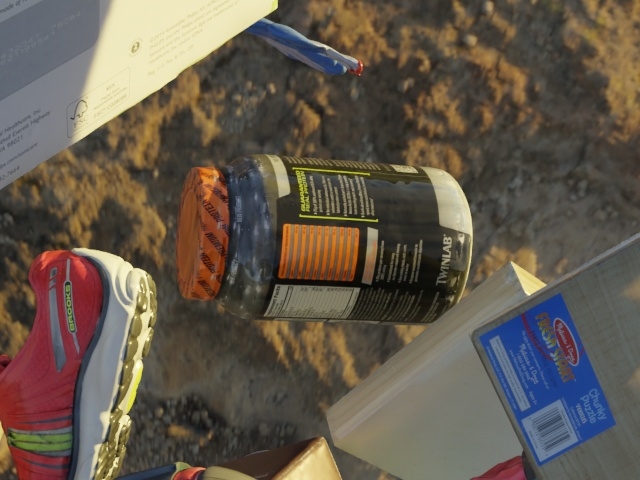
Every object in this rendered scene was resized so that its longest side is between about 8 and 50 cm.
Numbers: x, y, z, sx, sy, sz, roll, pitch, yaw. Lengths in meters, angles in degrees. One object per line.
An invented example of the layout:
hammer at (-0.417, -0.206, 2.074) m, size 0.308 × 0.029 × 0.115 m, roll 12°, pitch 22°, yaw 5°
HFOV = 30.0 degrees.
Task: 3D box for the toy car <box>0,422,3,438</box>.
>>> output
toy car at (-0.445, 0.199, 1.298) m, size 0.189 × 0.155 × 0.148 m, roll 18°, pitch 79°, yaw 0°

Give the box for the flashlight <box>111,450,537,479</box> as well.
flashlight at (0.037, 0.141, 0.617) m, size 0.304 × 0.103 × 0.103 m, roll -16°, pitch 65°, yaw 10°

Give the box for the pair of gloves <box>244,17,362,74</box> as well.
pair of gloves at (-0.034, -0.230, 1.411) m, size 0.159 × 0.198 × 0.023 m, roll 22°, pitch 93°, yaw -11°

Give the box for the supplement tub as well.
supplement tub at (0.000, 0.000, 1.491) m, size 0.338 × 0.207 × 0.207 m, roll 4°, pitch 66°, yaw -17°

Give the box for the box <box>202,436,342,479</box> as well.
box at (-0.074, 0.305, 1.075) m, size 0.169 × 0.203 × 0.167 m, roll -21°, pitch 94°, yaw 29°

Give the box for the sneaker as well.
sneaker at (-0.211, 0.135, 0.926) m, size 0.118 × 0.107 × 0.278 m, roll 18°, pitch 101°, yaw 5°

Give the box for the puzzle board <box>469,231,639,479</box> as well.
puzzle board at (0.113, 0.057, 0.389) m, size 0.096 × 0.011 × 0.128 m, roll -29°, pitch 111°, yaw -3°

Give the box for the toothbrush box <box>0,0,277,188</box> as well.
toothbrush box at (-0.180, -0.156, 0.461) m, size 0.283 × 0.122 × 0.206 m, roll 31°, pitch 48°, yaw 21°

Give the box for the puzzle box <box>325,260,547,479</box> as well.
puzzle box at (0.241, 0.204, 1.328) m, size 0.409 × 0.272 × 0.052 m, roll 33°, pitch 26°, yaw -35°
